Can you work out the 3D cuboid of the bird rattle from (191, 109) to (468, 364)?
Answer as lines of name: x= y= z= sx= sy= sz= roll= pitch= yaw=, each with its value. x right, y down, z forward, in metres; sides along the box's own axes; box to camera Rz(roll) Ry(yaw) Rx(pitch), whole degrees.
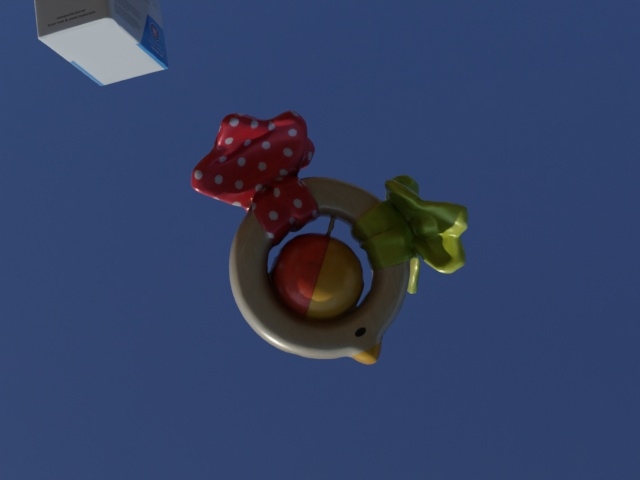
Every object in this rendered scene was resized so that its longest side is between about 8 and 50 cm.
bird rattle: x=0.000 y=0.000 z=1.385 sx=0.253 sy=0.143 sz=0.207 roll=19 pitch=-102 yaw=-15

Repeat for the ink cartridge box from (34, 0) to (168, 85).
ink cartridge box: x=-0.141 y=-0.172 z=0.969 sx=0.052 sy=0.088 sz=0.122 roll=-13 pitch=-108 yaw=15
